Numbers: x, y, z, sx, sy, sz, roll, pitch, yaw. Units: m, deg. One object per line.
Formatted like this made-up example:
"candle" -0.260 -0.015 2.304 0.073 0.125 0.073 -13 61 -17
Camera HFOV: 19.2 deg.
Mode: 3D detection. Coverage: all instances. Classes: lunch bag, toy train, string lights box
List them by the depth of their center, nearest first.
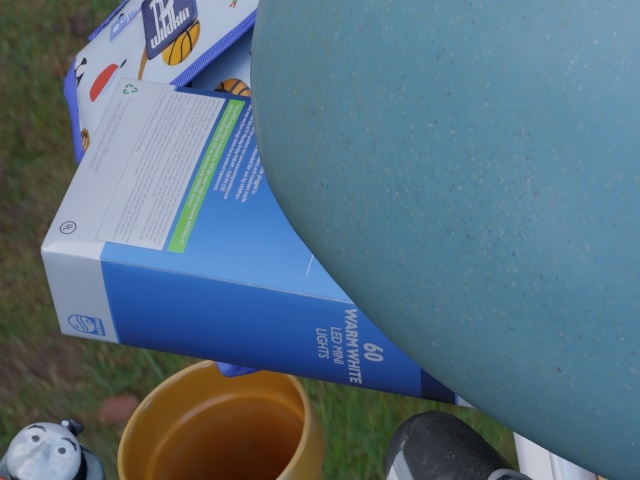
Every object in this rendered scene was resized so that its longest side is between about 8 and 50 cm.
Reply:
"string lights box" 0.000 0.000 0.998 0.260 0.076 0.133 10 50 12
"lunch bag" -0.043 -0.120 1.763 0.328 0.239 0.385 -41 71 25
"toy train" -0.273 0.295 1.826 0.142 0.334 0.190 22 64 12

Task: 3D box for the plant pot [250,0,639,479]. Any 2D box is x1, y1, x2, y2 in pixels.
"plant pot" 0.092 -0.058 0.669 0.195 0.290 0.290 8 70 29

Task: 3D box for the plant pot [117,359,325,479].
"plant pot" -0.077 0.253 1.929 0.205 0.188 0.205 -13 45 14

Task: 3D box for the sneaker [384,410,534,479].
"sneaker" 0.129 0.126 0.813 0.228 0.086 0.132 50 121 33

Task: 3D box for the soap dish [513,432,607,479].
"soap dish" 0.229 0.151 1.572 0.118 0.291 0.229 -9 78 -1
